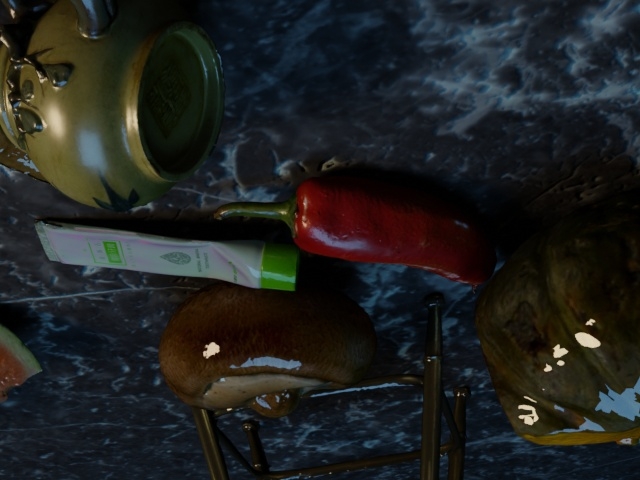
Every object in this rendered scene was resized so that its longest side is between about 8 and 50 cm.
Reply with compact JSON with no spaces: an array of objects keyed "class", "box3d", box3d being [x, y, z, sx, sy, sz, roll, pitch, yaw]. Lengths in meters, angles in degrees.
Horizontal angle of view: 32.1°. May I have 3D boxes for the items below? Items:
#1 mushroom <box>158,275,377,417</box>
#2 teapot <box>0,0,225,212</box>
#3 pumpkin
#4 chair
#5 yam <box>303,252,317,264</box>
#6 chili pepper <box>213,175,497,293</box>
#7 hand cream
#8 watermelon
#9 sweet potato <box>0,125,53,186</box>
[{"class":"mushroom","box3d":[-0.064,0.120,1.272,0.253,0.153,0.253,-7,161,-2]},{"class":"teapot","box3d":[-0.184,-0.122,0.843,0.182,0.173,0.269,9,148,26]},{"class":"pumpkin","box3d":[0.310,0.087,1.183,0.225,0.256,0.303,-29,159,23]},{"class":"chair","box3d":[0.034,0.356,1.463,0.362,0.410,0.365,-10,151,8]},{"class":"yam","box3d":[0.000,0.000,1.224,0.014,0.014,0.107,4,149,-18]},{"class":"chili pepper","box3d":[0.079,0.001,1.164,0.368,0.092,0.137,18,146,-34]},{"class":"hand cream","box3d":[-0.160,0.014,1.169,0.275,0.050,0.079,6,124,2]},{"class":"watermelon","box3d":[-0.462,0.130,1.307,0.231,0.128,0.146,29,168,-29]},{"class":"sweet potato","box3d":[-0.242,-0.090,0.976,0.081,0.062,0.233,-41,134,24]}]
